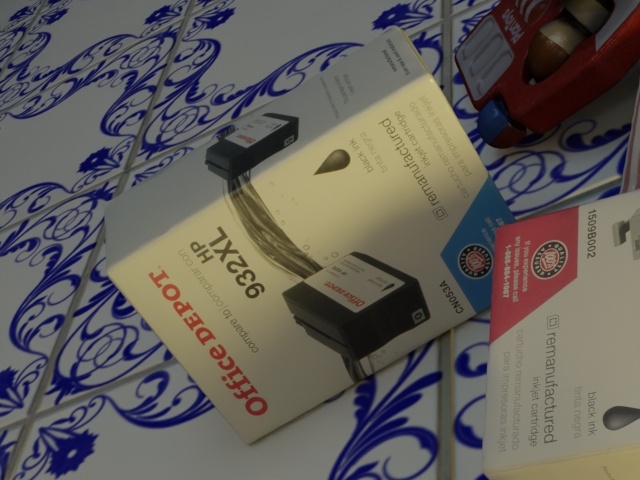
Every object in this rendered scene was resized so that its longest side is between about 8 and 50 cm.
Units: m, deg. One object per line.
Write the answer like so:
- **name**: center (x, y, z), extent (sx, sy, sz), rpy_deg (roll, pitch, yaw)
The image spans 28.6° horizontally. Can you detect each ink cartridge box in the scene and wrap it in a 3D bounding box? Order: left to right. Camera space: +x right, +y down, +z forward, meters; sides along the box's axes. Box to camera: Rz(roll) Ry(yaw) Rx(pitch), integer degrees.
- **ink cartridge box**: center (0.000, 0.000, 1.083), extent (0.307, 0.223, 0.129), rpy_deg (-31, 29, 7)
- **ink cartridge box**: center (0.256, 0.063, 0.792), extent (0.283, 0.117, 0.207), rpy_deg (-17, 44, 29)

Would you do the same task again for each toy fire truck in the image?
- **toy fire truck**: center (0.245, -0.214, 1.260), extent (0.254, 0.169, 0.302), rpy_deg (-51, 21, 22)

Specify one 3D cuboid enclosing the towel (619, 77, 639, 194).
- **towel**: center (0.296, -0.051, 0.945), extent (0.029, 0.144, 0.197), rpy_deg (-1, 16, -30)
